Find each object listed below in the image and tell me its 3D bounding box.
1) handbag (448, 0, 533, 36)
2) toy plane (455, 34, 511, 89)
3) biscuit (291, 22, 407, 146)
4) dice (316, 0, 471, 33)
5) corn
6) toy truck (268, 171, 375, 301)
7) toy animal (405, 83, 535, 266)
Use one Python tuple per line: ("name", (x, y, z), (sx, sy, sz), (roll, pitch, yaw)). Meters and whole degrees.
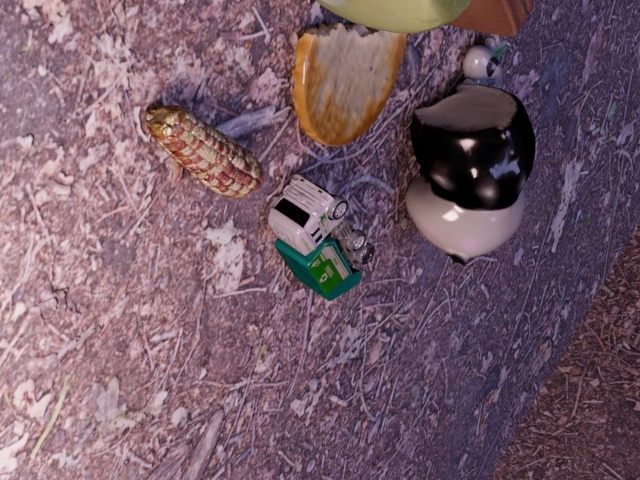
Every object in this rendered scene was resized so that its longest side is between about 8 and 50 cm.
("handbag", (0.255, -0.429, 1.987), (0.072, 0.193, 0.151), (-54, 140, -19))
("toy plane", (0.328, -0.324, 2.307), (0.174, 0.080, 0.174), (-36, 136, -44))
("biscuit", (0.038, -0.253, 1.878), (0.309, 0.040, 0.204), (-18, 124, -55))
("dice", (0.100, -0.454, 1.626), (0.254, 0.252, 0.250), (-63, 151, -13))
("corn", (-0.155, -0.122, 1.588), (0.079, 0.080, 0.237), (-65, 150, -9))
("toy truck", (0.000, 0.000, 1.914), (0.124, 0.114, 0.253), (-51, 149, -11))
("toy animal", (0.286, -0.114, 2.217), (0.251, 0.251, 0.309), (-43, 136, -40))
